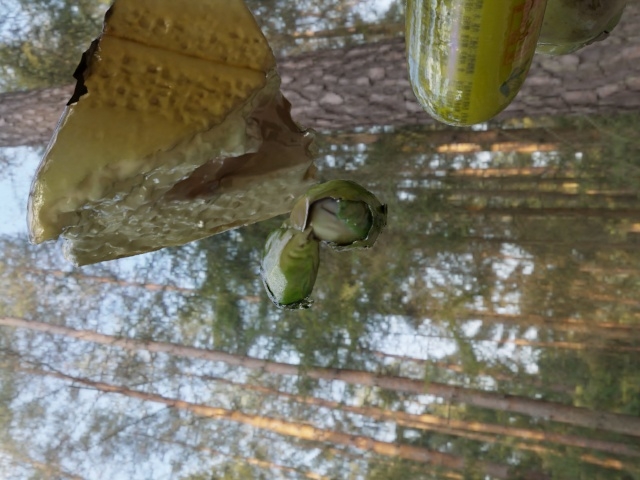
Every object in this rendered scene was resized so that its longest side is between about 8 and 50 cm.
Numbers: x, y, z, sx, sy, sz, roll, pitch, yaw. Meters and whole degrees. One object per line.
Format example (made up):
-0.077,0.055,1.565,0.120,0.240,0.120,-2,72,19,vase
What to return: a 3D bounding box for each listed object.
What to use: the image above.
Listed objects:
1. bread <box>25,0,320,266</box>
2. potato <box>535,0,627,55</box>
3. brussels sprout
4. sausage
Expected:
-0.133,-0.111,0.567,0.183,0.224,0.211,102,144,-73,bread
0.260,-0.388,0.966,0.221,0.326,0.243,-50,-25,22,potato
-0.001,0.000,0.406,0.083,0.046,0.051,-44,-74,-10,brussels sprout
0.136,-0.226,0.624,0.347,0.123,0.123,81,-158,-56,sausage
